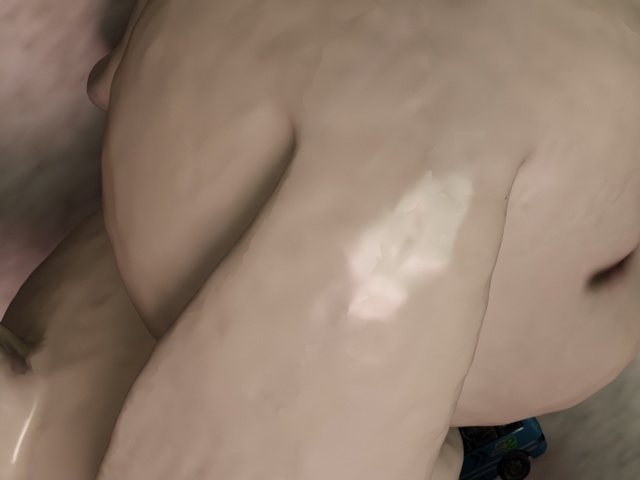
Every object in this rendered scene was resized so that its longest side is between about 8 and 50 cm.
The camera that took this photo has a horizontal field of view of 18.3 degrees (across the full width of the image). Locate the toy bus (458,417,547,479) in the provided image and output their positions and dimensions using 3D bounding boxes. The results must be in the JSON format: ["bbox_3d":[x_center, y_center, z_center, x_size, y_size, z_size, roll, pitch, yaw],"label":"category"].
[{"bbox_3d":[0.047,0.084,0.815,0.083,0.038,0.046,-25,117,-5],"label":"toy bus"}]

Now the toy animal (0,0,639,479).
[{"bbox_3d":[0.000,0.000,0.597,0.206,0.271,0.265,14,141,-20],"label":"toy animal"}]
